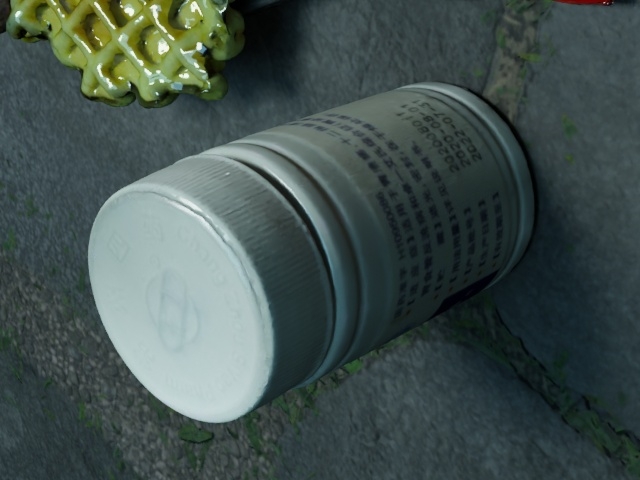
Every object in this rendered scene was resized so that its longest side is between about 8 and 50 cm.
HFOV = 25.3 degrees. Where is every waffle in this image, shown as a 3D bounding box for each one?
[{"bbox_3d":[-0.181,-0.274,1.274,0.297,0.073,0.317,19,115,34],"label":"waffle"}]

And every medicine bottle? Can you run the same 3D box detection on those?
[{"bbox_3d":[0.000,0.000,1.107,0.190,0.332,0.190,19,119,38],"label":"medicine bottle"}]

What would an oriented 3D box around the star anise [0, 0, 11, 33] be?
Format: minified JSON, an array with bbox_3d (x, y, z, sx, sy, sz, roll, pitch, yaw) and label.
[{"bbox_3d":[-0.272,-0.310,1.392,0.148,0.218,0.227,34,149,20],"label":"star anise"}]

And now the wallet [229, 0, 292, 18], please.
[{"bbox_3d":[-0.133,-0.391,1.269,0.228,0.062,0.406,-12,100,46],"label":"wallet"}]

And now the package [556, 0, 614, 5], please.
[{"bbox_3d":[0.055,-0.278,0.946,0.196,0.423,0.123,9,81,37],"label":"package"}]
